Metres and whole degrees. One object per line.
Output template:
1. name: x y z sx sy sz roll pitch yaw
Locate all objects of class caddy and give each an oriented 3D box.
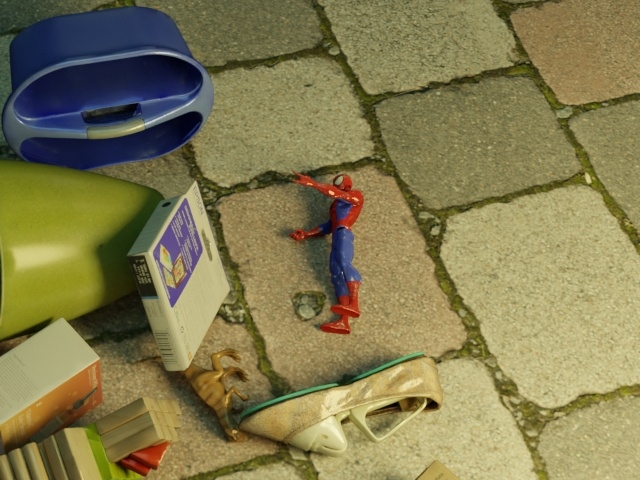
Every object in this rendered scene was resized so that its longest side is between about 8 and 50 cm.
1. caddy: -0.345 -0.230 2.147 0.341 0.241 0.179 -11 50 -14

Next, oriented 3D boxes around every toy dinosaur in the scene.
1. toy dinosaur: -0.169 0.204 1.960 0.112 0.064 0.211 -37 65 -27

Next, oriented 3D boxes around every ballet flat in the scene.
1. ballet flat: 0.041 0.251 1.931 0.316 0.107 0.106 -17 71 -17

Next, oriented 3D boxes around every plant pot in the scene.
1. plant pot: -0.377 0.000 1.983 0.294 0.274 0.274 -8 54 -31

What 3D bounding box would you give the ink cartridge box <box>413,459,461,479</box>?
1. ink cartridge box: 0.148 0.446 1.808 0.193 0.088 0.235 39 60 22

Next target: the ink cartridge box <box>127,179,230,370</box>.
1. ink cartridge box: -0.206 0.049 1.968 0.045 0.206 0.208 -3 31 20

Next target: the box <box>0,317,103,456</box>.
1. box: -0.403 0.214 1.883 0.170 0.130 0.091 -34 64 -26

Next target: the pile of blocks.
1. pile of blocks: -0.349 0.330 1.815 0.362 0.149 0.112 -20 72 -8

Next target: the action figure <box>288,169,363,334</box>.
1. action figure: 0.000 0.000 2.106 0.139 0.091 0.280 14 53 -12
